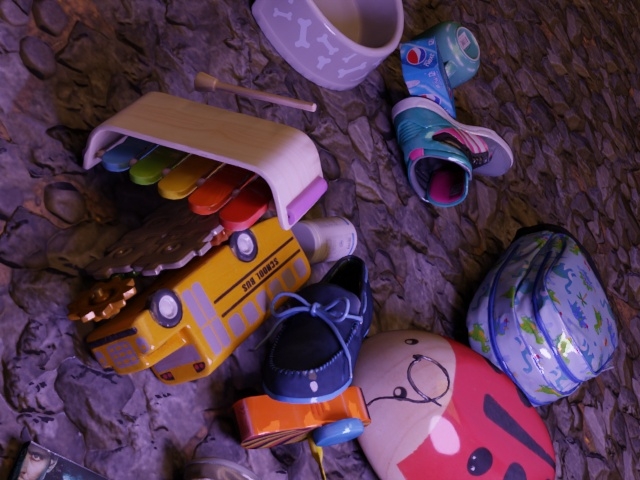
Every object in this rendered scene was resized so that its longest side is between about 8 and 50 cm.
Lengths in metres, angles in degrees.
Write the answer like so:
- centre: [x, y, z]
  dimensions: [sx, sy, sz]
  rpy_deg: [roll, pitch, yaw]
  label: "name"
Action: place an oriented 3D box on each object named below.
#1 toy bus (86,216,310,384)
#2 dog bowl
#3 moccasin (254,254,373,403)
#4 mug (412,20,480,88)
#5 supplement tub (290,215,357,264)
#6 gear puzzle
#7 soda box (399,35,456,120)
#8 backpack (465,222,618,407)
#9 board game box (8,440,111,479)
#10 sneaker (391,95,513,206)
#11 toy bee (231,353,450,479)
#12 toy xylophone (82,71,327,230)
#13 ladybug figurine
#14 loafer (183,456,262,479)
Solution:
- centre: [-0.150, 0.080, 1.378]
  dimensions: [0.332, 0.108, 0.130]
  rpy_deg: [-43, 109, -51]
  label: "toy bus"
- centre: [0.014, -0.444, 1.856]
  dimensions: [0.348, 0.102, 0.349]
  rpy_deg: [25, 53, -39]
  label: "dog bowl"
- centre: [-0.007, 0.107, 1.410]
  dimensions: [0.342, 0.137, 0.117]
  rpy_deg: [-63, 157, -71]
  label: "moccasin"
- centre: [0.259, -0.360, 2.096]
  dimensions: [0.129, 0.097, 0.158]
  rpy_deg: [17, 58, -44]
  label: "mug"
- centre: [0.000, 0.000, 1.626]
  dimensions: [0.107, 0.071, 0.071]
  rpy_deg: [-8, 77, -50]
  label: "supplement tub"
- centre: [-0.189, 0.014, 1.321]
  dimensions: [0.339, 0.175, 0.044]
  rpy_deg: [-48, 125, -50]
  label: "gear puzzle"
- centre: [0.201, -0.288, 1.945]
  dimensions: [0.210, 0.067, 0.071]
  rpy_deg: [52, 31, -63]
  label: "soda box"
- centre: [0.400, 0.149, 1.896]
  dimensions: [0.355, 0.273, 0.290]
  rpy_deg: [-29, 99, -41]
  label: "backpack"
- centre: [-0.272, 0.319, 1.175]
  dimensions: [0.186, 0.026, 0.126]
  rpy_deg: [36, 47, -32]
  label: "board game box"
- centre: [0.258, -0.138, 1.953]
  dimensions: [0.295, 0.123, 0.179]
  rpy_deg: [20, 51, -34]
  label: "sneaker"
- centre: [0.011, 0.254, 1.461]
  dimensions: [0.298, 0.162, 0.195]
  rpy_deg: [13, 60, -15]
  label: "toy bee"
- centre: [-0.134, -0.123, 1.361]
  dimensions: [0.236, 0.322, 0.081]
  rpy_deg: [-39, 142, -45]
  label: "toy xylophone"
- centre: [0.228, 0.302, 1.655]
  dimensions: [0.449, 0.161, 0.305]
  rpy_deg: [38, 45, -30]
  label: "ladybug figurine"
- centre: [-0.089, 0.374, 1.303]
  dimensions: [0.251, 0.094, 0.087]
  rpy_deg: [54, 35, -15]
  label: "loafer"
